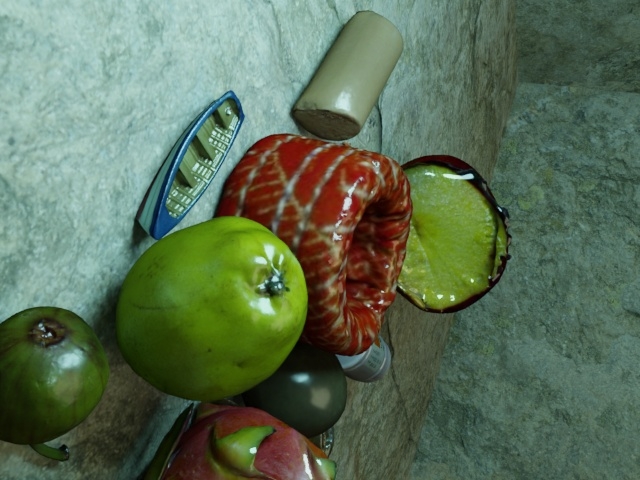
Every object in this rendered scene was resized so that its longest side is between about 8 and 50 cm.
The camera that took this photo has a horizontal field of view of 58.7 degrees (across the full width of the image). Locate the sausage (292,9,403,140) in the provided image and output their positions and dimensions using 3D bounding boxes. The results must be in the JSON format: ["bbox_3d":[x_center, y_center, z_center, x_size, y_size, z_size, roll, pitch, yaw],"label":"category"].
[{"bbox_3d":[0.053,-0.287,1.021,0.253,0.123,0.123,-63,152,-27],"label":"sausage"}]

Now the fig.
[{"bbox_3d":[-0.283,0.167,0.577,0.124,0.124,0.236,-48,166,-47],"label":"fig"}]

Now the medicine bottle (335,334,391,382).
[{"bbox_3d":[0.083,0.260,1.354,0.134,0.133,0.250,-69,154,-16],"label":"medicine bottle"}]

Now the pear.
[{"bbox_3d":[-0.129,0.084,0.672,0.212,0.269,0.213,23,53,-35],"label":"pear"}]

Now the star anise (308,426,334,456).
[{"bbox_3d":[-0.047,0.492,1.229,0.315,0.108,0.316,10,90,-68],"label":"star anise"}]

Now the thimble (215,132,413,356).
[{"bbox_3d":[0.000,0.000,0.925,0.350,0.230,0.351,-41,139,-50],"label":"thimble"}]

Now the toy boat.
[{"bbox_3d":[-0.166,-0.098,0.728,0.229,0.045,0.080,-64,154,-25],"label":"toy boat"}]

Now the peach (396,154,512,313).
[{"bbox_3d":[0.286,-0.025,1.430,0.417,0.338,0.353,63,8,-55],"label":"peach"}]

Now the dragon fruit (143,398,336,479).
[{"bbox_3d":[-0.098,0.347,0.831,0.189,0.290,0.291,-64,153,-27],"label":"dragon fruit"}]

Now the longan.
[{"bbox_3d":[-0.047,0.253,1.003,0.212,0.197,0.198,108,-1,-82],"label":"longan"}]
